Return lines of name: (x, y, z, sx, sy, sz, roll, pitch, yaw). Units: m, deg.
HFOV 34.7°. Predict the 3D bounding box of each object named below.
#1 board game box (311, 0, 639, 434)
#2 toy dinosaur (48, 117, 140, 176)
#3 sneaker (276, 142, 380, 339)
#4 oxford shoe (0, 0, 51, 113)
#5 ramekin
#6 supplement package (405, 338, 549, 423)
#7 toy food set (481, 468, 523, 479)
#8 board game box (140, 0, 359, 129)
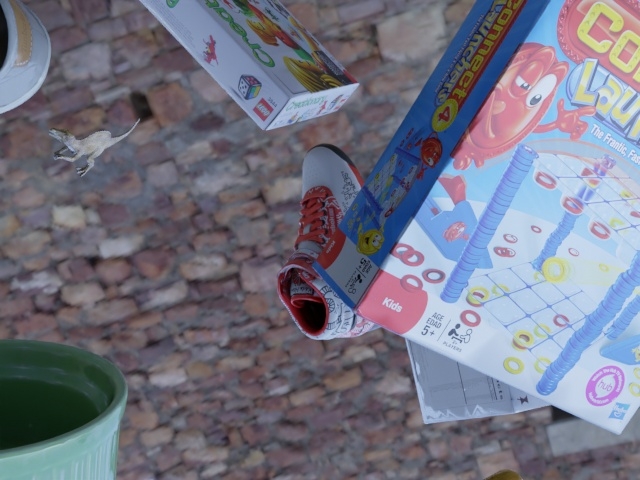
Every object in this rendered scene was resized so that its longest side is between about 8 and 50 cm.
board game box: (0.202, -0.031, 0.820, 0.302, 0.308, 0.086, -59, -151, 10)
toy dinosaur: (-0.358, -0.148, 1.618, 0.092, 0.053, 0.183, -37, 167, 32)
sneaker: (0.001, 0.000, 1.371, 0.090, 0.270, 0.145, -19, 174, 41)
oxford shoe: (-0.450, -0.144, 0.852, 0.449, 0.169, 0.130, -14, 176, -18)
ramekin: (-0.353, 0.224, 1.067, 0.303, 0.148, 0.303, 2, -165, -1)
supplement package: (0.209, 0.128, 1.178, 0.133, 0.139, 0.244, -9, 171, -18)
toy food set: (0.169, 0.372, 1.095, 0.111, 0.232, 0.104, 31, -163, 30)
board game box: (-0.108, -0.255, 1.134, 0.053, 0.305, 0.193, -47, 172, 26)
